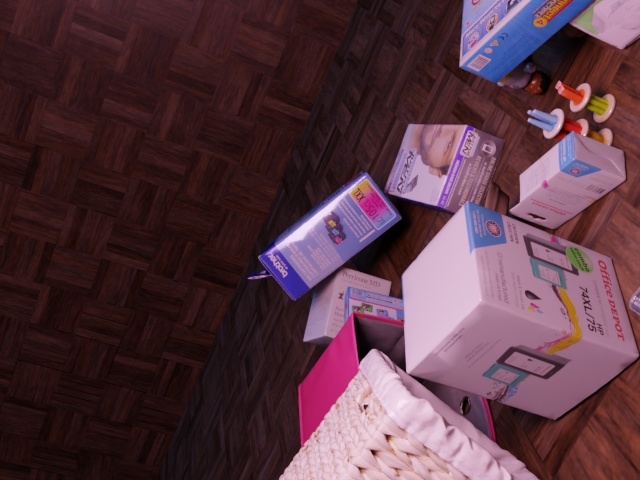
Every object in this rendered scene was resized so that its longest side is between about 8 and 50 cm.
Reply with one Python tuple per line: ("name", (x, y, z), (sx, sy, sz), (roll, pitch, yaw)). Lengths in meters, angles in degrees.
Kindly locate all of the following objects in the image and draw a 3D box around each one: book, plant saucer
("book", (0.055, 0.076, 2.310), (0.144, 0.096, 0.035), (-117, 48, -68))
("plant saucer", (0.303, 0.033, 1.477), (0.278, 0.041, 0.277), (9, -90, -78))

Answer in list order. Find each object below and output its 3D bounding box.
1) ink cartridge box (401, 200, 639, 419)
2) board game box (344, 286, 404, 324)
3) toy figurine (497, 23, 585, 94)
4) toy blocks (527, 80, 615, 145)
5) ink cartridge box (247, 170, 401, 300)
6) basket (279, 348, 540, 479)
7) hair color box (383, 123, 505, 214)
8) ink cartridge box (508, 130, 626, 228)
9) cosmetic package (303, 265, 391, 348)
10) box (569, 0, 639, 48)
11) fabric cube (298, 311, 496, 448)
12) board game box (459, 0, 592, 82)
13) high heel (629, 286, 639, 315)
("ink cartridge box", (0.289, 0.110, 1.233), (0.197, 0.270, 0.198), (-54, 24, 41))
("board game box", (0.131, 0.194, 1.797), (0.211, 0.160, 0.039), (-86, 12, -56))
("toy figurine", (0.411, -0.407, 1.636), (0.213, 0.148, 0.209), (-61, 25, 24))
("toy blocks", (0.418, -0.217, 1.381), (0.054, 0.148, 0.123), (144, 141, -62))
("ink cartridge box", (0.000, 0.000, 2.072), (0.395, 0.151, 0.270), (-39, 3, 4))
("basket", (0.136, 0.367, 1.152), (0.266, 0.331, 0.328), (-50, 5, 0))
("hair color box", (0.271, -0.164, 1.868), (0.185, 0.110, 0.339), (-70, 18, 2))
("ink cartridge box", (0.405, -0.096, 1.369), (0.181, 0.104, 0.061), (133, 151, -54))
("cosmetic package", (0.067, 0.180, 2.066), (0.151, 0.151, 0.183), (150, 135, -65))
("box", (0.538, -0.485, 1.333), (0.262, 0.127, 0.231), (-39, 34, 59))
("fabric cube", (0.128, 0.325, 1.514), (0.254, 0.259, 0.258), (-97, 28, -43))
("board game box", (0.373, -0.488, 1.448), (0.308, 0.086, 0.301), (-40, 36, 55))
("high heel", (0.515, 0.028, 0.982), (0.261, 0.093, 0.186), (-59, 37, 11))
